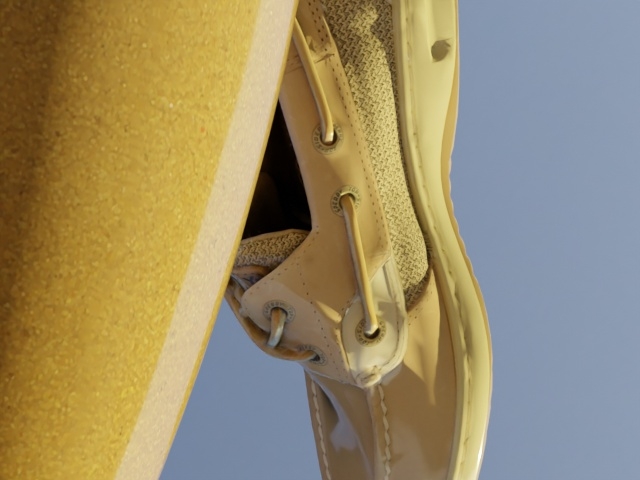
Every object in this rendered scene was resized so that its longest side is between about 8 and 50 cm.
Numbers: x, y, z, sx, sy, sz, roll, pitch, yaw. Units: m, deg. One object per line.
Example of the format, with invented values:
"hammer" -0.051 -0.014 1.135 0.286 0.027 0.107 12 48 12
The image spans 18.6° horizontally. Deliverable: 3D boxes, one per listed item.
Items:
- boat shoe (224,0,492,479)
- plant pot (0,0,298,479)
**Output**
"boat shoe" 0.000 0.000 0.897 0.110 0.121 0.341 -15 -67 -23
"plant pot" -0.116 -0.023 0.591 0.237 0.237 0.254 11 -110 -30
